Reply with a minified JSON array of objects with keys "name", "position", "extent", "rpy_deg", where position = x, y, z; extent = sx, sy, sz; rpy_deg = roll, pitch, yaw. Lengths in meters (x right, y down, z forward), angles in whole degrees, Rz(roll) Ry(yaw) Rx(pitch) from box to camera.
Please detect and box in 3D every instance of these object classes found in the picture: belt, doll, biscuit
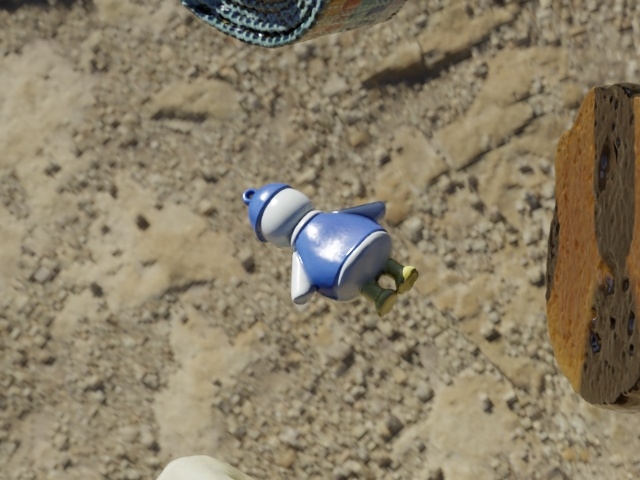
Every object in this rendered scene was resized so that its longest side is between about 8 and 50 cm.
[{"name":"belt","position":[-0.034,-0.290,1.253],"extent":[0.150,0.207,0.257],"rpy_deg":[-16,37,-38]},{"name":"doll","position":[0.000,0.000,0.955],"extent":[0.143,0.057,0.099],"rpy_deg":[31,67,25]},{"name":"biscuit","position":[0.234,0.006,1.061],"extent":[0.049,0.273,0.257],"rpy_deg":[1,91,-9]}]

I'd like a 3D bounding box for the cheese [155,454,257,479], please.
[{"name":"cheese","position":[0.023,0.320,1.255],"extent":[0.351,0.328,0.129],"rpy_deg":[24,94,62]}]
